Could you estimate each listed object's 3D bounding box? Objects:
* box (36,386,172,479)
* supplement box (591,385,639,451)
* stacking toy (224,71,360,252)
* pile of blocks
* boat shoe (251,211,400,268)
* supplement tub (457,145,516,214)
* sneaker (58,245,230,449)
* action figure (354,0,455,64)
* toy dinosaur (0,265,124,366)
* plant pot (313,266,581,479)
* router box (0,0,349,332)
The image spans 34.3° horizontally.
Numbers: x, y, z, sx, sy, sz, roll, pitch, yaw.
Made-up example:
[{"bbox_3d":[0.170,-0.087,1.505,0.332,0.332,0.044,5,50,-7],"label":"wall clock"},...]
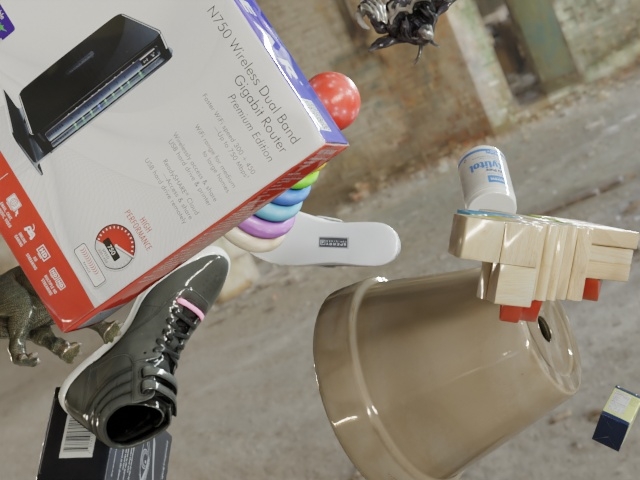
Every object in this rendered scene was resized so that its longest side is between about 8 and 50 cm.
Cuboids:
[{"bbox_3d":[-0.307,0.318,1.504,0.108,0.207,0.153,-4,56,13],"label":"box"},{"bbox_3d":[0.568,0.340,1.984,0.056,0.083,0.083,25,47,21],"label":"supplement box"},{"bbox_3d":[-0.042,-0.129,1.606,0.330,0.141,0.141,-50,-10,37],"label":"stacking toy"},{"bbox_3d":[0.226,0.030,1.167,0.149,0.112,0.362,13,7,37],"label":"pile of blocks"},{"bbox_3d":[0.000,0.000,1.929,0.301,0.108,0.102,3,-7,8],"label":"boat shoe"},{"bbox_3d":[0.230,-0.075,1.441,0.071,0.071,0.107,-21,40,15],"label":"supplement tub"},{"bbox_3d":[-0.197,0.146,1.329,0.296,0.104,0.147,-48,42,-4],"label":"sneaker"},{"bbox_3d":[0.114,-0.366,1.505,0.164,0.275,0.141,-29,30,5],"label":"action figure"},{"bbox_3d":[-0.349,0.077,1.280,0.160,0.121,0.313,35,67,32],"label":"toy dinosaur"},{"bbox_3d":[0.192,0.169,1.441,0.280,0.323,0.323,-25,6,29],"label":"plant pot"},{"bbox_3d":[-0.191,-0.139,0.935,0.301,0.335,0.082,-35,-6,16],"label":"router box"}]
